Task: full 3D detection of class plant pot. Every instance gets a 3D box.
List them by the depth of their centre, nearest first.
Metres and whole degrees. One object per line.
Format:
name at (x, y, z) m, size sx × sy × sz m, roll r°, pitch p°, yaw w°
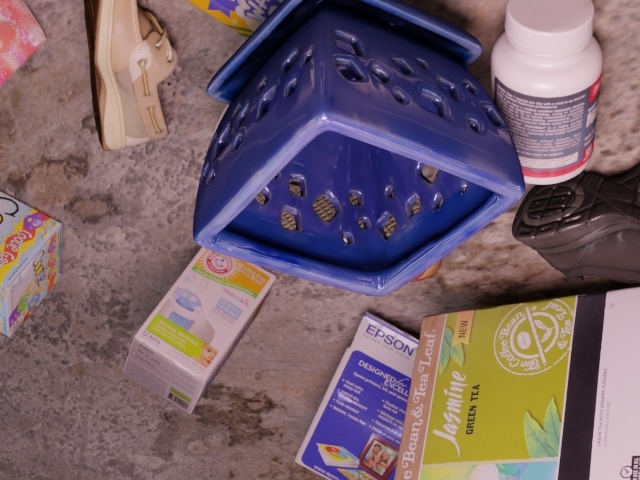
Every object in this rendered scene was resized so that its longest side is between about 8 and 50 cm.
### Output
plant pot at (0.026, -0.106, 1.208) m, size 0.236 × 0.212 × 0.236 m, roll 16°, pitch 144°, yaw -31°

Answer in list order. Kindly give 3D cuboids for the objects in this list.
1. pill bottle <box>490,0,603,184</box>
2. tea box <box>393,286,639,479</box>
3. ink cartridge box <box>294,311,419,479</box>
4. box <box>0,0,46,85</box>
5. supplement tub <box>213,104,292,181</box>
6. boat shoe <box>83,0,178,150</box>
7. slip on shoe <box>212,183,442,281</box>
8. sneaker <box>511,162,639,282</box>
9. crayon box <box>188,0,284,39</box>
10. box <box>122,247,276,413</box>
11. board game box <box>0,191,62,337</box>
pill bottle at (0.218, -0.152, 1.229) m, size 0.108 × 0.108 × 0.180 m, roll 17°, pitch 141°, yaw 20°
tea box at (0.273, 0.255, 1.406) m, size 0.324 × 0.329 × 0.220 m, roll -12°, pitch 142°, yaw 34°
ink cartridge box at (0.151, 0.264, 1.756) m, size 0.304 × 0.072 × 0.307 m, roll 28°, pitch 124°, yaw 6°
box at (-0.493, -0.314, 1.525) m, size 0.154 × 0.142 × 0.300 m, roll -3°, pitch 130°, yaw 37°
supplement tub at (-0.066, -0.123, 1.495) m, size 0.107 × 0.071 × 0.071 m, roll 29°, pitch 143°, yaw 4°
boat shoe at (-0.219, -0.226, 1.479) m, size 0.098 × 0.109 × 0.302 m, roll -8°, pitch 141°, yaw -12°
slip on shoe at (0.000, 0.000, 1.555) m, size 0.331 × 0.123 × 0.101 m, roll 2°, pitch 138°, yaw 27°
sneaker at (0.344, -0.016, 1.315) m, size 0.286 × 0.109 × 0.130 m, roll -5°, pitch 140°, yaw 48°
crayon box at (-0.072, -0.314, 1.275) m, size 0.323 × 0.083 × 0.203 m, roll 33°, pitch 143°, yaw 0°
box at (-0.163, 0.112, 1.717) m, size 0.114 × 0.203 × 0.103 m, roll 32°, pitch 142°, yaw 4°
board game box at (-0.546, 0.000, 1.915) m, size 0.275 × 0.142 × 0.144 m, roll 27°, pitch 143°, yaw 8°
